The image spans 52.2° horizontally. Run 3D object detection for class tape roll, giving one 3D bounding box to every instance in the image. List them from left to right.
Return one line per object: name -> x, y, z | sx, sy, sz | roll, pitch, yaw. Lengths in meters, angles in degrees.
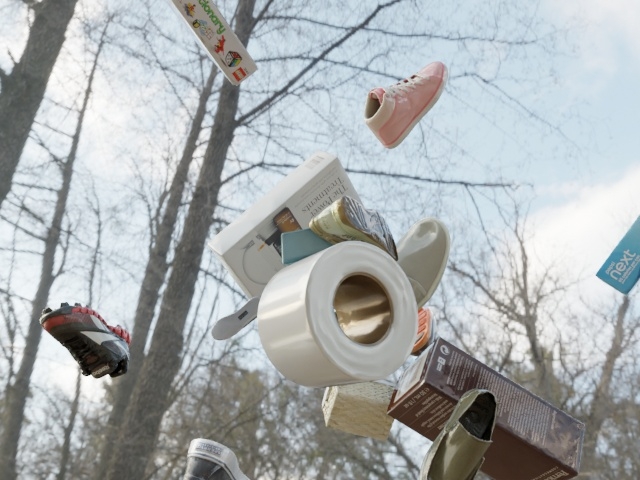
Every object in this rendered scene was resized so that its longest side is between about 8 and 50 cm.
tape roll -> 0.031, 0.137, 1.181 | 0.246, 0.246, 0.169 | 32, -30, -24

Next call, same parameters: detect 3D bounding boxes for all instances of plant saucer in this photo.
plant saucer -> 0.000, 0.000, 1.333 | 0.192, 0.018, 0.067 | -12, -70, -33

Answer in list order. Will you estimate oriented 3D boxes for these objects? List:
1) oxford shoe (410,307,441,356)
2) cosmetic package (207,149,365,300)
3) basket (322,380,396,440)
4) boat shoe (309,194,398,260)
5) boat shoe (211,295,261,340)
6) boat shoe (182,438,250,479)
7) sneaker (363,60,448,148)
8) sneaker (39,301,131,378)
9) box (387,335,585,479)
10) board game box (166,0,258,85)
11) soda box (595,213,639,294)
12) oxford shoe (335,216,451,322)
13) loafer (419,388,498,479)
oxford shoe -> 0.293, 0.270, 1.827 | 0.130, 0.364, 0.132 | -40, -91, 9
cosmetic package -> -0.055, 0.000, 1.657 | 0.097, 0.377, 0.284 | 31, -22, 50
basket -> 0.095, 0.395, 1.560 | 0.167, 0.103, 0.113 | 15, -72, -4
boat shoe -> 0.080, -0.014, 1.388 | 0.089, 0.104, 0.285 | -25, -31, 22
boat shoe -> -0.177, 0.176, 1.453 | 0.142, 0.049, 0.040 | -36, -18, 3
boat shoe -> -0.183, 0.452, 1.156 | 0.108, 0.102, 0.301 | 12, -35, 10
sneaker -> 0.108, -0.191, 0.851 | 0.070, 0.051, 0.134 | 36, -87, -34
sneaker -> -0.515, 0.233, 1.464 | 0.098, 0.135, 0.276 | -24, -33, 8
box -> 0.361, 0.397, 1.451 | 0.381, 0.143, 0.191 | 30, -42, -1
board game box -> -0.219, -0.394, 1.099 | 0.053, 0.305, 0.193 | -38, -50, 0
soda box -> 0.641, 0.006, 1.299 | 0.210, 0.071, 0.067 | -57, -28, 8
oxford shoe -> 0.161, 0.128, 1.625 | 0.449, 0.169, 0.130 | -52, -44, 5
loafer -> 0.254, 0.370, 1.187 | 0.094, 0.251, 0.087 | 25, -29, 10
